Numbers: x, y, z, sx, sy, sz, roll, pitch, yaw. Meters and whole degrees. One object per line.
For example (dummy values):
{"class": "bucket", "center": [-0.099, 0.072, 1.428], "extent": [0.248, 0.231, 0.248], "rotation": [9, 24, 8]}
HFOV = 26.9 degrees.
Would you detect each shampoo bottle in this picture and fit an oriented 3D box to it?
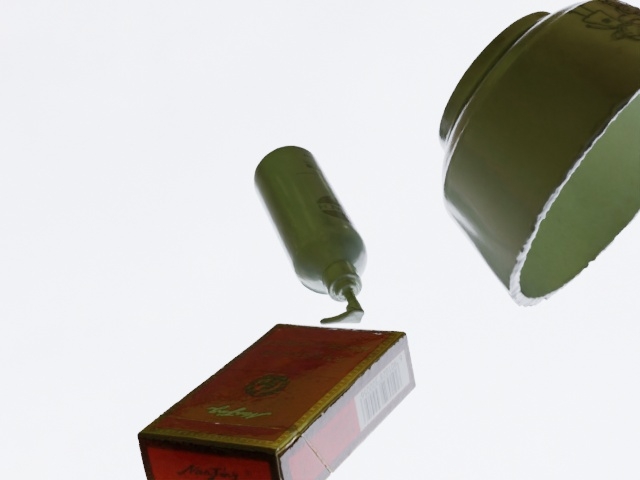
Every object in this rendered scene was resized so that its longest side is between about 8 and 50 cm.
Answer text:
{"class": "shampoo bottle", "center": [0.000, 0.000, 0.944], "extent": [0.056, 0.056, 0.195], "rotation": [-21, -144, -6]}

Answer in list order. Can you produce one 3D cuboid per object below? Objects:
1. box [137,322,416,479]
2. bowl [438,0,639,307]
{"class": "box", "center": [-0.034, 0.155, 1.223], "extent": [0.153, 0.074, 0.240], "rotation": [6, -156, 30]}
{"class": "bowl", "center": [0.154, -0.072, 0.862], "extent": [0.211, 0.211, 0.112], "rotation": [-39, -113, -23]}
